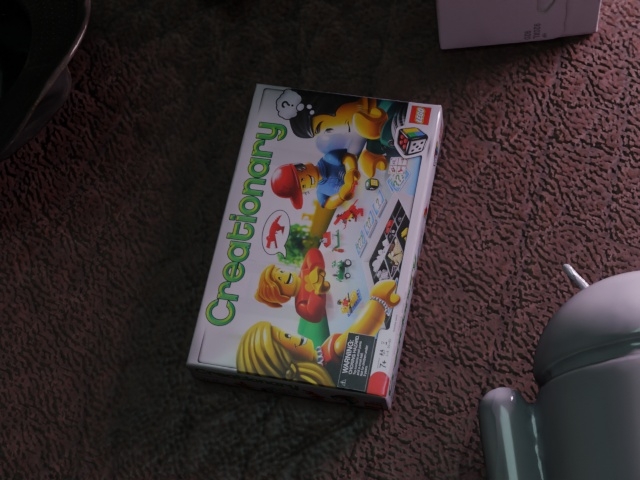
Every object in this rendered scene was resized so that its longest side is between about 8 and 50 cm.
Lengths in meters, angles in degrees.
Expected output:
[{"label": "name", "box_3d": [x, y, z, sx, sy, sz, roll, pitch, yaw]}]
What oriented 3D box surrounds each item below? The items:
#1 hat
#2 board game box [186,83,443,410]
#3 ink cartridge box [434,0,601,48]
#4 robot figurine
[{"label": "hat", "box_3d": [-0.352, -0.159, 1.293, 0.331, 0.134, 0.331, -12, 61, 22]}, {"label": "board game box", "box_3d": [0.000, 0.000, 1.222, 0.193, 0.053, 0.305, 8, 69, 11]}, {"label": "ink cartridge box", "box_3d": [0.190, -0.340, 1.271, 0.168, 0.171, 0.232, -6, 67, 6]}, {"label": "robot figurine", "box_3d": [0.284, 0.175, 1.031, 0.300, 0.199, 0.353, -4, 67, 1]}]
